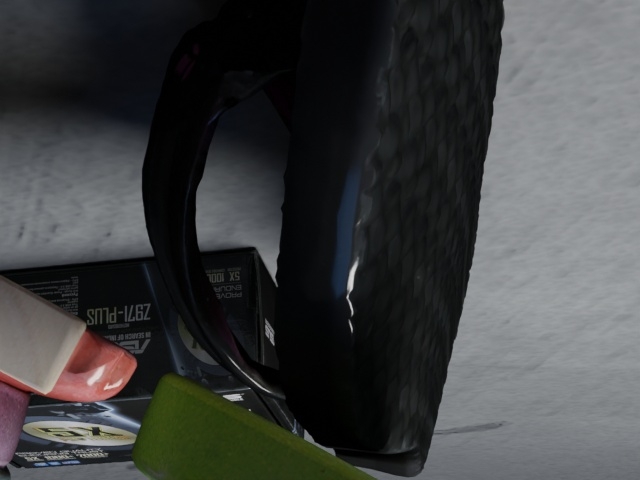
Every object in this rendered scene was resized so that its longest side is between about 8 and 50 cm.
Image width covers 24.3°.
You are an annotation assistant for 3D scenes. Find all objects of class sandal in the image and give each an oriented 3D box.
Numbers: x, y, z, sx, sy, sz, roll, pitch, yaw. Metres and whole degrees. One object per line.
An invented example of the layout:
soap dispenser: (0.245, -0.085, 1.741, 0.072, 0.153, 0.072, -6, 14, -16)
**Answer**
sandal: (-0.001, 0.003, 0.561, 0.107, 0.167, 0.446, 13, 161, 8)

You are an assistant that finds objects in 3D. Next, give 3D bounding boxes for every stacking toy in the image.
stacking toy: (-0.086, 0.098, 0.496, 0.309, 0.130, 0.279, 29, 173, -10)

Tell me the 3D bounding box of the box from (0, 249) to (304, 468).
box: (-0.108, 0.072, 0.836, 0.180, 0.077, 0.147, -5, 159, 6)
